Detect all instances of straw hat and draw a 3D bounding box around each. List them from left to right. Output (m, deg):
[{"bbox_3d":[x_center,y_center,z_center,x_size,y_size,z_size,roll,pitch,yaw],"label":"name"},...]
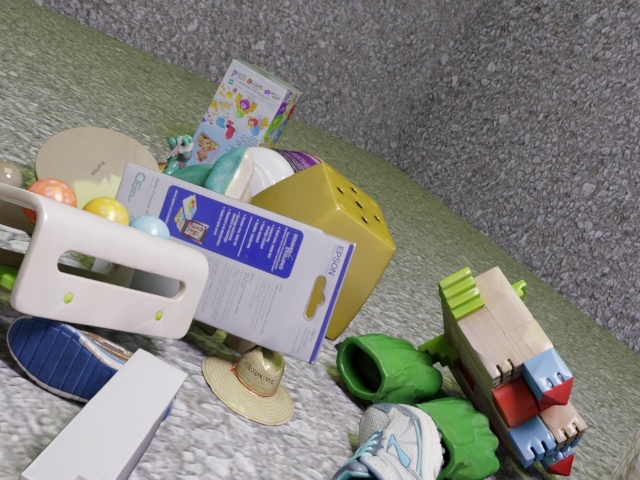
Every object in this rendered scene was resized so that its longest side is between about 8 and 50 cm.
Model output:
[{"bbox_3d":[-0.077,0.166,0.994,0.144,0.061,0.144,28,15,-8],"label":"straw hat"}]

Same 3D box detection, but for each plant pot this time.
[{"bbox_3d":[0.000,0.000,1.302,0.212,0.187,0.212,35,24,-31],"label":"plant pot"}]

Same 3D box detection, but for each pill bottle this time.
[{"bbox_3d":[-0.099,-0.098,1.594,0.181,0.181,0.323,35,15,17],"label":"pill bottle"}]

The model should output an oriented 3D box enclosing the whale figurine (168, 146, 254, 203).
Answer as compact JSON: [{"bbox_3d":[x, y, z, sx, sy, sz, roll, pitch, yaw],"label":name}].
[{"bbox_3d":[-0.182,-0.060,1.183,0.141,0.216,0.272,27,-23,-8],"label":"whale figurine"}]

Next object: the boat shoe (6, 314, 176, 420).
[{"bbox_3d":[-0.236,0.133,0.808,0.183,0.066,0.066,32,3,-5],"label":"boat shoe"}]

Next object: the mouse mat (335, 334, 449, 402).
[{"bbox_3d":[0.124,0.222,1.313,0.190,0.007,0.153,35,15,20],"label":"mouse mat"}]

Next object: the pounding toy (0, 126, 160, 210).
[{"bbox_3d":[-0.362,-0.063,1.173,0.237,0.110,0.183,-28,67,-39],"label":"pounding toy"}]

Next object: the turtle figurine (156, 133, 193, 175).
[{"bbox_3d":[-0.309,-0.133,1.448,0.175,0.118,0.234,-11,16,2],"label":"turtle figurine"}]

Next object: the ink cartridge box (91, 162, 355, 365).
[{"bbox_3d":[-0.125,0.027,1.010,0.333,0.165,0.065,21,3,15],"label":"ink cartridge box"}]

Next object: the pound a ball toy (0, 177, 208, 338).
[{"bbox_3d":[-0.297,0.002,0.858,0.208,0.135,0.319,16,-5,29],"label":"pound a ball toy"}]

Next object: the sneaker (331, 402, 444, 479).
[{"bbox_3d":[0.072,0.262,0.879,0.122,0.110,0.283,23,16,-15],"label":"sneaker"}]

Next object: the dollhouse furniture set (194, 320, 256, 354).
[{"bbox_3d":[-0.105,0.069,1.138,0.144,0.123,0.151,32,14,3],"label":"dollhouse furniture set"}]

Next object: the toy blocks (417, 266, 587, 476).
[{"bbox_3d":[0.293,0.223,1.179,0.261,0.191,0.381,61,-5,31],"label":"toy blocks"}]

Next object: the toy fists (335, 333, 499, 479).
[{"bbox_3d":[0.143,0.239,1.127,0.142,0.096,0.279,5,30,-44],"label":"toy fists"}]

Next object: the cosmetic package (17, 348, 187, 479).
[{"bbox_3d":[-0.189,0.183,0.649,0.060,0.099,0.239,28,14,0],"label":"cosmetic package"}]

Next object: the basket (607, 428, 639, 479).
[{"bbox_3d":[0.570,0.353,1.027,0.331,0.266,0.328,34,44,23],"label":"basket"}]

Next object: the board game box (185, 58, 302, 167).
[{"bbox_3d":[-0.178,-0.246,1.741,0.144,0.275,0.142,32,14,6],"label":"board game box"}]
